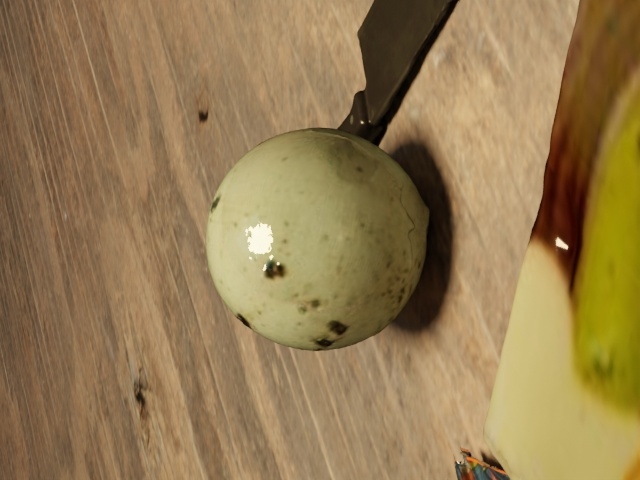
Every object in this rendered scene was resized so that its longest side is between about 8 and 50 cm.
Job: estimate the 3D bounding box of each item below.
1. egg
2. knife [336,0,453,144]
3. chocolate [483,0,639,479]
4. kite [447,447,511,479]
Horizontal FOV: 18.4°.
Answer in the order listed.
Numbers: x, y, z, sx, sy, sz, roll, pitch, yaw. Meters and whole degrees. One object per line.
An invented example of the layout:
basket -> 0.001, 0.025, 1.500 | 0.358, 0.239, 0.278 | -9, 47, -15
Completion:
egg -> 0.000, 0.000, 1.148 | 0.164, 0.131, 0.131 | 25, -118, -85
knife -> 0.037, -0.111, 1.180 | 0.245, 0.019, 0.072 | 122, 146, -54
chocolate -> 0.175, 0.021, 0.607 | 0.289, 0.137, 0.301 | -123, 35, -55
kite -> 0.101, 0.190, 1.032 | 0.241, 0.014, 0.183 | 106, 151, -42
